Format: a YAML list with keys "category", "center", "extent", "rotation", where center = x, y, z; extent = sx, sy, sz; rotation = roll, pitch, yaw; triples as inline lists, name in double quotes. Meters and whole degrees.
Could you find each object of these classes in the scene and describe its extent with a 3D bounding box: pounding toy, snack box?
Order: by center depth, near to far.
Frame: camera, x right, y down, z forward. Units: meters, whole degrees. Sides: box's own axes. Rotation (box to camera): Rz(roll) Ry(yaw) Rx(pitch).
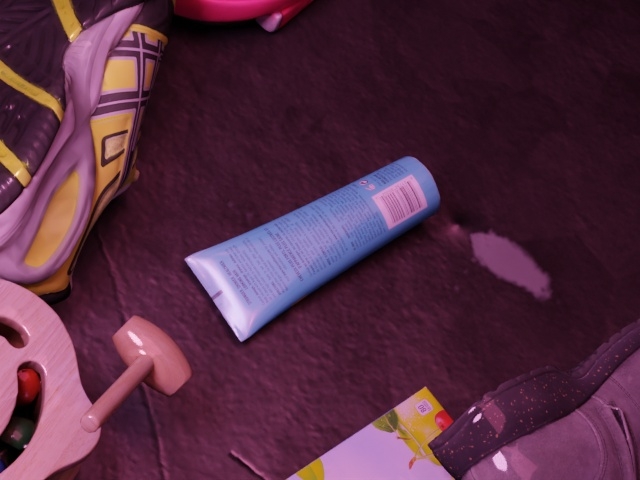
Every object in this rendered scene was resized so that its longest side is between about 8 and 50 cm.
- category: "pounding toy"
  center: [-0.227, 0.104, 1.282]
  extent: [0.269, 0.155, 0.154]
  rotation: [-36, 81, -31]
- category: "snack box"
  center: [0.069, 0.236, 1.352]
  extent: [0.174, 0.070, 0.207]
  rotation: [-29, 72, -32]

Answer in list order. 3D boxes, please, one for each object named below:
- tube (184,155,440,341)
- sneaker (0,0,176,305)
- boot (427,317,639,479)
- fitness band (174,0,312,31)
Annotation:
- category: "tube"
  center: [0.000, 0.000, 1.486]
  extent: [0.207, 0.052, 0.080]
  rotation: [-28, 68, -24]
- category: "sneaker"
  center: [-0.193, -0.119, 1.441]
  extent: [0.145, 0.147, 0.385]
  rotation: [6, 51, 26]
- category: "boot"
  center: [0.243, 0.185, 1.392]
  extent: [0.338, 0.118, 0.223]
  rotation: [-21, 70, -41]
- category: "fitness band"
  center: [-0.067, -0.294, 1.636]
  extent: [0.209, 0.054, 0.291]
  rotation: [38, 55, 9]
